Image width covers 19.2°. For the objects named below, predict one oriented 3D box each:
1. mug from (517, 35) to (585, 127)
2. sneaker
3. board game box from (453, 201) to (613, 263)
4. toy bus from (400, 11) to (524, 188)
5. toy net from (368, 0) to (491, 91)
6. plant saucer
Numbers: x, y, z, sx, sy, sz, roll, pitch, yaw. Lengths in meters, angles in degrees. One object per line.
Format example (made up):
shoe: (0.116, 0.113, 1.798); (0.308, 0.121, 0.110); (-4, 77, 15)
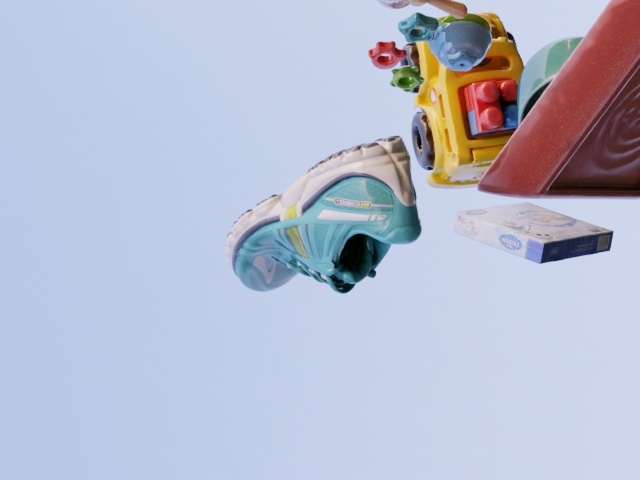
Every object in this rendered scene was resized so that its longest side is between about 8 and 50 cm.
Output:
mug: (0.264, -0.148, 2.027); (0.129, 0.158, 0.097); (48, -152, -29)
sneaker: (0.000, 0.000, 1.743); (0.107, 0.275, 0.110); (-13, -102, -33)
board game box: (0.168, -0.007, 1.485); (0.090, 0.090, 0.020); (-8, -67, -44)
toy bus: (0.194, -0.187, 2.331); (0.149, 0.211, 0.220); (-9, -95, -8)
toy net: (0.094, -0.238, 1.944); (0.232, 0.122, 0.045); (53, -150, -54)
plant saucer: (0.300, -0.129, 1.783); (0.258, 0.259, 0.048); (-1, -138, -51)
